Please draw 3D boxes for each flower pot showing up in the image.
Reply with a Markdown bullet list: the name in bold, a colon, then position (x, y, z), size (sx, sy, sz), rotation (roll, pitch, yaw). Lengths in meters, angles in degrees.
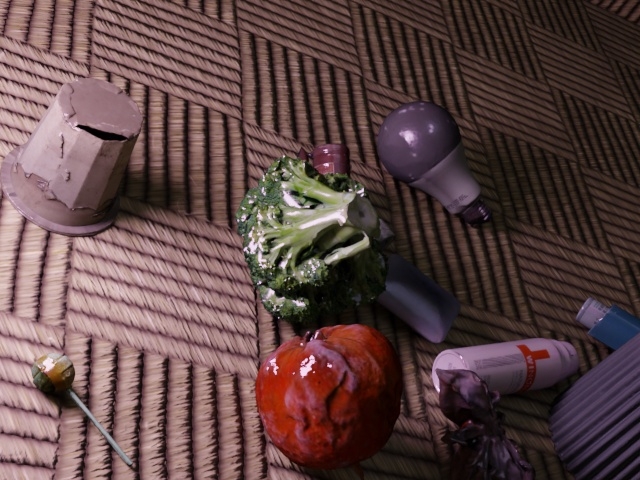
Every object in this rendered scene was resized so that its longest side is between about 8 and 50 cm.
- **flower pot**: position (-0.397, -0.144, 1.814), size (0.212, 0.202, 0.212), rotation (20, 44, -20)

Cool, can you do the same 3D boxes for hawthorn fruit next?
- **hawthorn fruit**: position (0.024, 0.269, 1.702), size (0.242, 0.242, 0.272), rotation (-18, 95, -48)

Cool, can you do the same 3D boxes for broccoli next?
- **broccoli**: position (0.000, 0.000, 1.932), size (0.307, 0.275, 0.308), rotation (15, 66, -38)

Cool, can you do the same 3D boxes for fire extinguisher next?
- **fire extinguisher**: position (0.009, -0.062, 2.136), size (0.106, 0.075, 0.252), rotation (10, 70, -31)

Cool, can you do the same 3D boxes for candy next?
- **candy**: position (0.179, 0.111, 2.107), size (0.174, 0.071, 0.138), rotation (37, 37, 2)
- **candy**: position (-0.336, 0.244, 1.576), size (0.202, 0.061, 0.061), rotation (50, 38, 3)

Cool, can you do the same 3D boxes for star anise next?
- **star anise**: position (0.279, 0.340, 1.887), size (0.198, 0.110, 0.258), rotation (3, 73, -48)

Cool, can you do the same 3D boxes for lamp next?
- **lamp**: position (0.240, -0.153, 2.408), size (0.182, 0.182, 0.314), rotation (-48, 118, -53)

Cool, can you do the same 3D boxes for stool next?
- **stool**: position (0.640, 0.308, 2.054), size (0.297, 0.330, 0.297), rotation (22, 38, -19)

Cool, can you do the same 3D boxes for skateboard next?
- **skateboard**: position (-0.061, -0.135, 2.194), size (0.080, 0.067, 0.151), rotation (27, 41, 2)

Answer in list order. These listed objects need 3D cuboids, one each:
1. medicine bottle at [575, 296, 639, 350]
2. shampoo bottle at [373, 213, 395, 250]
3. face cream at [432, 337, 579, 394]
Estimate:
- **medicine bottle**: position (0.665, 0.225, 2.365), size (0.258, 0.124, 0.079), rotation (34, 39, 17)
- **shampoo bottle**: position (0.064, -0.065, 2.216), size (0.065, 0.065, 0.204), rotation (-20, 64, -49)
- **face cream**: position (0.365, 0.241, 2.096), size (0.345, 0.102, 0.102), rotation (-2, 52, -39)
